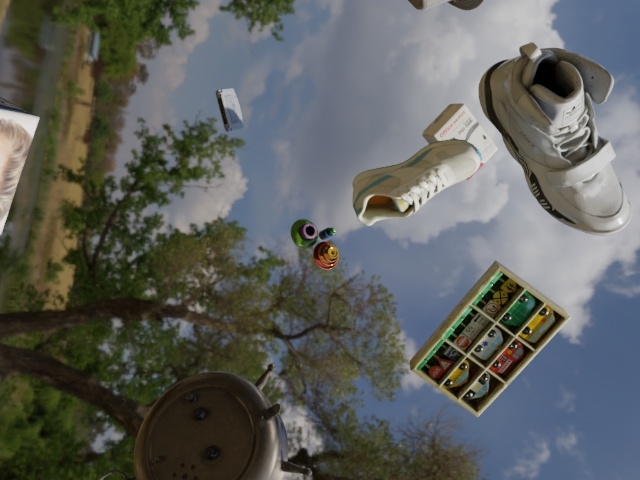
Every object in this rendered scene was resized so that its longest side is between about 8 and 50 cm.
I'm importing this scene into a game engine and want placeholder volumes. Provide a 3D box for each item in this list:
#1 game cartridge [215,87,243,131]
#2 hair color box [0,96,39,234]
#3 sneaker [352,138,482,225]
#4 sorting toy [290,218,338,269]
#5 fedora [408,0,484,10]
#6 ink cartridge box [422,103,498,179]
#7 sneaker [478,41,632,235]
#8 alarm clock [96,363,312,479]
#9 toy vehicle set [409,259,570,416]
[{"bbox_3d":[-0.183,-0.265,1.135,0.017,0.056,0.084,-5,-76,32],"label":"game cartridge"},{"bbox_3d":[-0.477,-0.092,0.577,0.174,0.105,0.347,-66,169,10],"label":"hair color box"},{"bbox_3d":[0.161,-0.091,0.938,0.228,0.087,0.092,-21,-139,24],"label":"sneaker"},{"bbox_3d":[0.000,0.000,0.945,0.061,0.102,0.042,-47,-170,-29],"label":"sorting toy"},{"bbox_3d":[0.220,-0.589,1.173,0.276,0.124,0.244,62,-5,-22],"label":"fedora"},{"bbox_3d":[0.302,-0.215,1.215,0.099,0.135,0.056,-47,-159,-3],"label":"ink cartridge box"},{"bbox_3d":[0.406,-0.161,0.920,0.366,0.137,0.210,54,3,2],"label":"sneaker"},{"bbox_3d":[-0.115,0.191,0.493,0.064,0.191,0.129,67,-3,-58],"label":"alarm clock"},{"bbox_3d":[0.314,0.189,1.061,0.267,0.165,0.035,-55,-177,18],"label":"toy vehicle set"}]
